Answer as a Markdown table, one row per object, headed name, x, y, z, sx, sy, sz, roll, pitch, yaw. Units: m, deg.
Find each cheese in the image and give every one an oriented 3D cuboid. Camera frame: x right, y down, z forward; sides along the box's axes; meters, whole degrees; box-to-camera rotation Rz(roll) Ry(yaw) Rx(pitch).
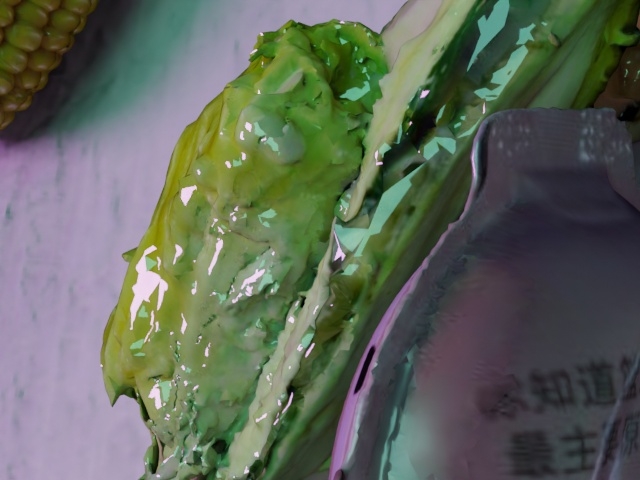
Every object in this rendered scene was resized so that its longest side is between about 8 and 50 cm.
| name | x | y | z | sx | sy | sz | roll | pitch | yaw |
| --- | --- | --- | --- | --- | --- | --- | --- | --- | --- |
| cheese | 0.063 | 0.107 | 0.525 | 0.074 | 0.189 | 0.286 | 5 | 99 | 42 |

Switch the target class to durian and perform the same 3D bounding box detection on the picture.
| name | x | y | z | sx | sy | sz | roll | pitch | yaw |
| --- | --- | --- | --- | --- | --- | --- | --- | --- | --- |
| durian | 0.007 | 0.003 | 0.590 | 0.106 | 0.132 | 0.375 | 38 | 114 | 33 |

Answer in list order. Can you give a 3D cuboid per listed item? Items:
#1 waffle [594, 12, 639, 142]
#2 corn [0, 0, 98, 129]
| name | x | y | z | sx | sy | sz | roll | pitch | yaw |
| --- | --- | --- | --- | --- | --- | --- | --- | --- | --- |
| waffle | 0.105 | -0.050 | 0.619 | 0.097 | 0.023 | 0.153 | 10 | 82 | 30 |
| corn | -0.086 | -0.163 | 0.698 | 0.106 | 0.106 | 0.293 | 34 | 94 | 28 |
